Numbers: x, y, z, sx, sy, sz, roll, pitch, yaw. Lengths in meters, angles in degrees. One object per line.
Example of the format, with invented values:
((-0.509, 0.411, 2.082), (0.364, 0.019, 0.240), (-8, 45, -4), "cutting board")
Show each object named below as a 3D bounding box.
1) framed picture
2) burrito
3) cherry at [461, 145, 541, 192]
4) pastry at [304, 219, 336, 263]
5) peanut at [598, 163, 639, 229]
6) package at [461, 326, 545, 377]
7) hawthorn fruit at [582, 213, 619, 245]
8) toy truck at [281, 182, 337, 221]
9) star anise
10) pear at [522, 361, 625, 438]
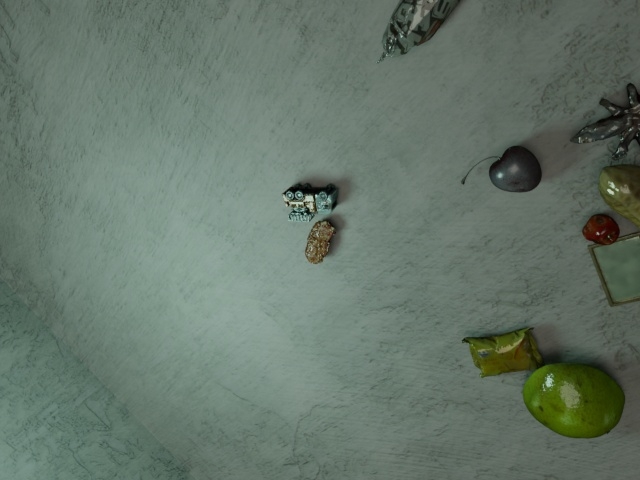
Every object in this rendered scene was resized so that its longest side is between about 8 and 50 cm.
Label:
((0.856, 0.084, 1.302), (0.136, 0.010, 0.201), (-21, 102, 28), "framed picture")
((0.292, -0.636, 1.186), (0.139, 0.101, 0.445), (35, 118, 0), "burrito")
((0.520, -0.172, 1.289), (0.148, 0.115, 0.188), (14, 133, -27), "cherry")
((-0.002, -0.001, 1.599), (0.087, 0.063, 0.169), (24, 114, 2), "pastry")
((0.836, -0.084, 1.164), (0.313, 0.149, 0.149), (40, 120, 3), "peanut")
((0.585, 0.358, 1.480), (0.226, 0.090, 0.168), (-20, 105, 24), "package")
((0.759, -0.026, 1.251), (0.093, 0.093, 0.093), (8, 114, 19), "hawthorn fruit")
((-0.029, -0.124, 1.545), (0.178, 0.080, 0.115), (3, 117, 23), "toy truck")
((0.785, -0.277, 1.125), (0.257, 0.110, 0.198), (30, 120, 16), "star anise")
((0.771, 0.479, 1.404), (0.288, 0.139, 0.239), (1, 122, 22), "pear")
